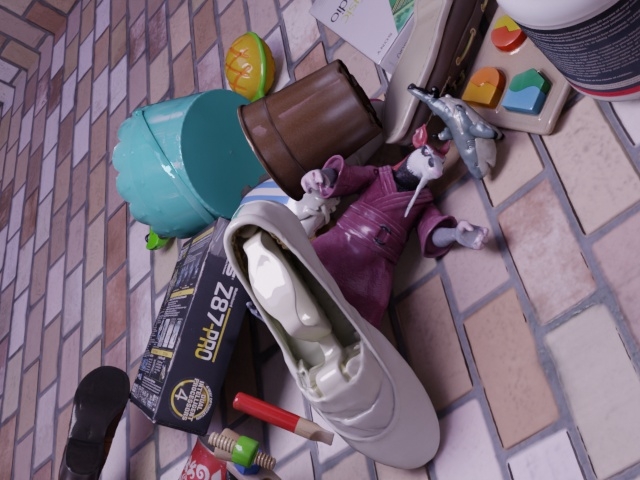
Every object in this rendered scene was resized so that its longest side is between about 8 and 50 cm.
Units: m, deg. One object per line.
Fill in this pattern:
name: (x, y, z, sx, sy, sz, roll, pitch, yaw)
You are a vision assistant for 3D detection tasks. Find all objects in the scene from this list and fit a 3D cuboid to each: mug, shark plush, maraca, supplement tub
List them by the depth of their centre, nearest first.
supplement tub: (0.309, -0.294, 0.957, 0.191, 0.272, 0.191, -18, 60, 34)
shark plush: (0.180, -0.158, 1.163, 0.067, 0.161, 0.073, -49, 1, 17)
mug: (-0.172, 0.403, 1.314, 0.113, 0.150, 0.169, 28, 87, 24)
maraca: (-0.142, -0.331, 1.731, 0.127, 0.099, 0.186, -6, 89, 61)

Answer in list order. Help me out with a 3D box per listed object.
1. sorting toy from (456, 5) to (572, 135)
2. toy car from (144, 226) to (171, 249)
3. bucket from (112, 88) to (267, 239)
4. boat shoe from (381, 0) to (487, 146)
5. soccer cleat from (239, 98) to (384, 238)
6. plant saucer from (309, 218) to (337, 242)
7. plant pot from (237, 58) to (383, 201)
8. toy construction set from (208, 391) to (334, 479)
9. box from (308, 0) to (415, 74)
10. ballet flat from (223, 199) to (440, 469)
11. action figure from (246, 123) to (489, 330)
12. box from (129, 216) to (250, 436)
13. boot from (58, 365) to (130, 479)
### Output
sorting toy: (0.280, -0.250, 1.188, 0.208, 0.038, 0.193, 22, 87, 55)
toy car: (-0.330, -0.077, 1.847, 0.239, 0.053, 0.225, -19, 56, 46)
bucket: (-0.222, -0.142, 1.573, 0.183, 0.281, 0.281, -11, 61, 43)
boat shoe: (0.179, -0.281, 1.280, 0.116, 0.096, 0.325, -12, 58, 62)
soccer cleat: (0.003, -0.089, 1.384, 0.331, 0.116, 0.143, -38, 55, 27)
plant saucer: (0.000, 0.000, 1.412, 0.083, 0.015, 0.084, -30, 48, 39)
plant pot: (-0.007, -0.169, 1.249, 0.165, 0.167, 0.167, -30, 45, 13)
toy construction set: (-0.046, 0.381, 1.102, 0.237, 0.257, 0.309, 19, 103, 12)
box: (0.116, -0.444, 1.500, 0.232, 0.058, 0.322, -55, 37, 13)
ballet flat: (-0.001, 0.126, 1.049, 0.139, 0.139, 0.400, -37, 85, 33)
action figure: (0.080, 0.007, 1.221, 0.370, 0.248, 0.276, -53, -8, -6)
box: (-0.216, 0.143, 1.423, 0.395, 0.097, 0.319, 159, 128, -71)
boot: (-0.430, 0.402, 1.560, 0.264, 0.096, 0.281, -96, 24, -47)
